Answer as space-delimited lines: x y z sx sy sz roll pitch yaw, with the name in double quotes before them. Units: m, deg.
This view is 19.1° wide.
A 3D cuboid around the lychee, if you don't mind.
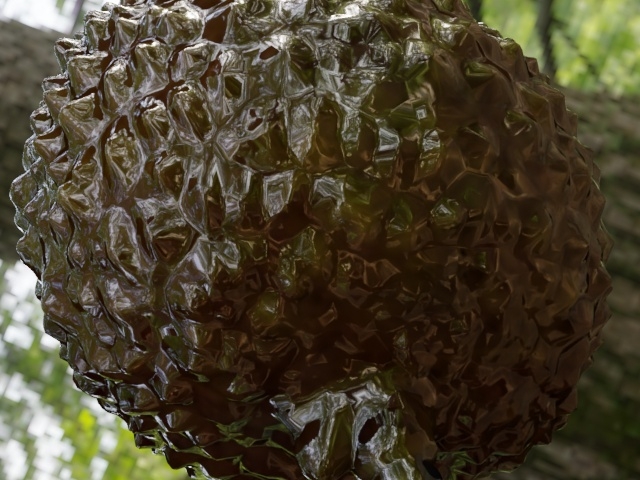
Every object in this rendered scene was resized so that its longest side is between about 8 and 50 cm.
"lychee" 0.000 0.000 0.627 0.238 0.200 0.200 -110 30 -49
